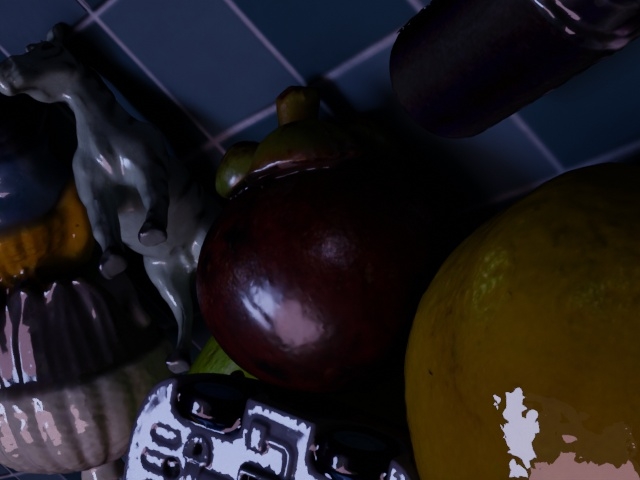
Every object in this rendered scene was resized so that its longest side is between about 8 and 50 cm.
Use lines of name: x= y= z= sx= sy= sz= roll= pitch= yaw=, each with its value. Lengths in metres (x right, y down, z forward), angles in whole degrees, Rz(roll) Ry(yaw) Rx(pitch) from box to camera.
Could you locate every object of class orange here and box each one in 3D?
orange: x=0.177 y=0.094 z=0.746 sx=0.279 sy=0.235 sz=0.279 roll=23 pitch=149 yaw=15

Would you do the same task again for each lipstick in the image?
lipstick: x=0.132 y=-0.131 z=0.647 sx=0.081 sy=0.081 sz=0.300 roll=42 pitch=149 yaw=-8

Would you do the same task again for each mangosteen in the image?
mangosteen: x=0.000 y=0.000 z=0.875 sx=0.200 sy=0.200 sz=0.200 roll=25 pitch=146 yaw=18

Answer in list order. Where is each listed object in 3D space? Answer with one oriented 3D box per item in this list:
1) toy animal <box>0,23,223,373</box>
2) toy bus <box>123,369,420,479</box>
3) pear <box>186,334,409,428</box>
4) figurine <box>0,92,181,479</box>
toy animal: x=-0.129 y=-0.028 z=0.970 sx=0.090 sy=0.170 sz=0.255 roll=-27 pitch=114 yaw=10
toy bus: x=-0.011 y=0.159 z=0.884 sx=0.209 sy=0.136 sz=0.126 roll=17 pitch=101 yaw=28
pear: x=-0.015 y=0.175 z=1.023 sx=0.288 sy=0.239 sz=0.139 roll=28 pitch=156 yaw=17
figurine: x=-0.232 y=0.051 z=1.105 sx=0.185 sy=0.204 sz=0.332 roll=-10 pitch=135 yaw=13
